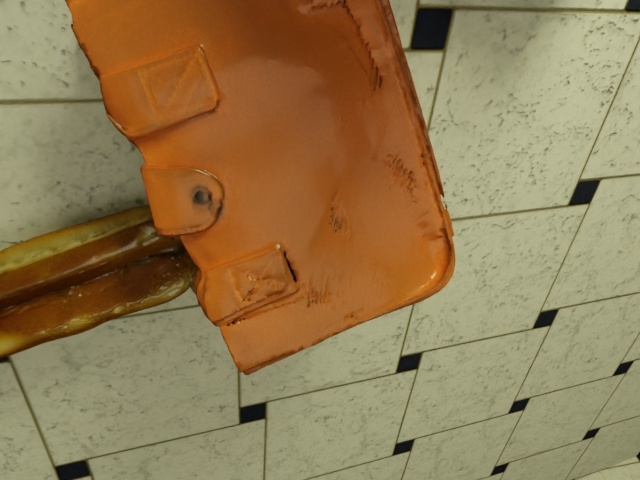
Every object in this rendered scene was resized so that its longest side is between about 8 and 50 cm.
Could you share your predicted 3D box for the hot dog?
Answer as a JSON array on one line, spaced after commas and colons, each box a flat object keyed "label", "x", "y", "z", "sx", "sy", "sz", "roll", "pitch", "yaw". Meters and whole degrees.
[{"label": "hot dog", "x": -0.323, "y": 0.052, "z": 0.620, "sx": 0.338, "sy": 0.100, "sz": 0.135, "roll": -21, "pitch": 122, "yaw": -8}]

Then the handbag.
[{"label": "handbag", "x": -0.040, "y": -0.086, "z": 0.539, "sx": 0.304, "sy": 0.116, "sz": 0.410, "roll": -23, "pitch": 109, "yaw": -7}]
